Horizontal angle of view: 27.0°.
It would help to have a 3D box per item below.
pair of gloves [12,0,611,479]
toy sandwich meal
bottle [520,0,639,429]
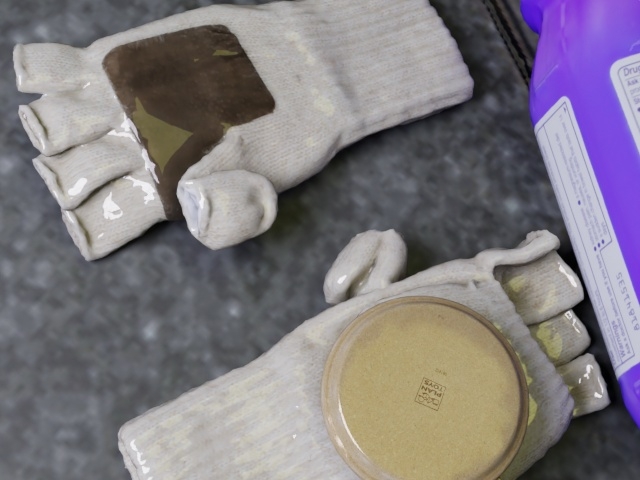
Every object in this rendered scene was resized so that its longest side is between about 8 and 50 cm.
[{"bbox_3d":[0.000,0.000,0.540,0.204,0.042,0.240,-16,71,-20],"label":"pair of gloves"},{"bbox_3d":[0.039,0.062,0.491,0.085,0.029,0.085,2,70,-7],"label":"toy sandwich meal"},{"bbox_3d":[0.151,-0.054,0.571,0.118,0.092,0.283,-6,67,-23],"label":"bottle"}]
